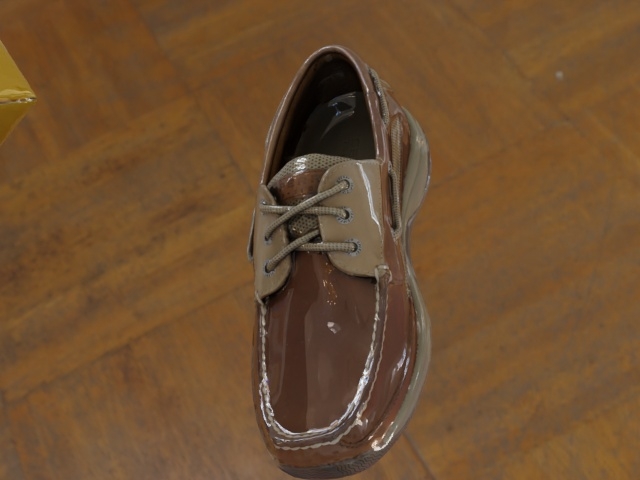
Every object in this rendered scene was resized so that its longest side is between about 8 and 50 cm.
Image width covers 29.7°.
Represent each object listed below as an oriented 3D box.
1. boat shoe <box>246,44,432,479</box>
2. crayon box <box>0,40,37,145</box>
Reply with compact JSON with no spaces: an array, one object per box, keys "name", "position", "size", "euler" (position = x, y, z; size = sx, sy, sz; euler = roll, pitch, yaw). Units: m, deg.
[{"name":"boat shoe","position":[0.000,0.000,0.774],"size":[0.123,0.116,0.324],"euler":[-15,43,18]},{"name":"crayon box","position":[-0.307,-0.107,0.748],"size":[0.203,0.083,0.323],"euler":[-42,76,33]}]
